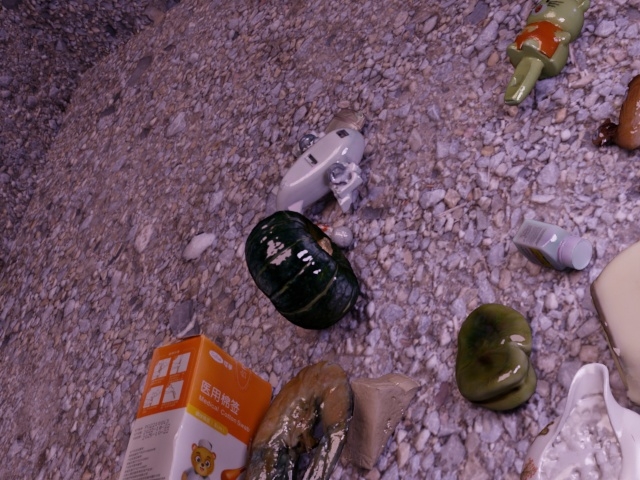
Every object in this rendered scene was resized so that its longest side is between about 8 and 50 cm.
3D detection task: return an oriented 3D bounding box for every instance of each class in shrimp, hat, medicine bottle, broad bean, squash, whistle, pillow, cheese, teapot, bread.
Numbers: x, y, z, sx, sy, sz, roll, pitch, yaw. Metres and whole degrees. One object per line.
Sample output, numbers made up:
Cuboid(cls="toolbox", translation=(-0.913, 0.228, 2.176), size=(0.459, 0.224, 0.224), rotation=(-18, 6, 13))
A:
Cuboid(cls="shrimp", translation=(-0.050, 0.411, 1.443), size=(0.272, 0.085, 0.445), rotation=(-21, 42, 53))
Cuboid(cls="hat", translation=(0.000, 0.000, 1.844), size=(0.162, 0.093, 0.112), rotation=(0, 64, 26))
Cuboid(cls="medicine bottle", translation=(0.388, 0.011, 1.393), size=(0.118, 0.074, 0.055), rotation=(19, 70, 53))
Cuboid(cls="broad bean", translation=(0.279, 0.189, 1.354), size=(0.153, 0.072, 0.207), rotation=(-36, 24, 13))
Cuboid(cls="squash", translation=(-0.039, 0.057, 1.663), size=(0.165, 0.252, 0.252), rotation=(-36, 35, 6))
Cuboid(cls="whistle", translation=(0.448, -0.395, 1.705), size=(0.131, 0.106, 0.288), rotation=(7, 61, 58))
Cuboid(cls="pillow", translation=(0.022, -0.232, 2.074), size=(0.233, 0.038, 0.130), rotation=(-54, 38, -7))
Cuboid(cls="cheese", translation=(0.495, 0.104, 1.139), size=(0.233, 0.127, 0.266), rotation=(-30, 40, 20))
Cuboid(cls="teapot", translation=(0.348, 0.315, 1.078), size=(0.204, 0.139, 0.298), rotation=(-10, 48, 39))
Cuboid(cls="bread", translation=(0.105, 0.311, 1.452), size=(0.077, 0.105, 0.152), rotation=(11, 96, 52))

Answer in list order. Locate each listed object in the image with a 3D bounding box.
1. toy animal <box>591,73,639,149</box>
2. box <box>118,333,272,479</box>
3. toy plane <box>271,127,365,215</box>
Cuboid(cls="toy animal", translation=(0.557, -0.238, 1.457), size=(0.179, 0.089, 0.188), rotation=(-11, 52, 62))
Cuboid(cls="box", translation=(-0.229, 0.377, 1.576), size=(0.143, 0.225, 0.341), rotation=(-21, 43, 30))
Cuboid(cls="toy plane", translation=(-0.001, -0.153, 1.944), size=(0.267, 0.122, 0.267), rotation=(-19, 52, 27))
